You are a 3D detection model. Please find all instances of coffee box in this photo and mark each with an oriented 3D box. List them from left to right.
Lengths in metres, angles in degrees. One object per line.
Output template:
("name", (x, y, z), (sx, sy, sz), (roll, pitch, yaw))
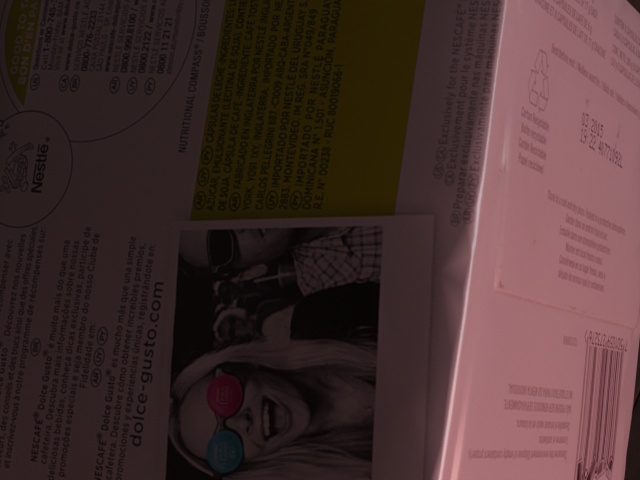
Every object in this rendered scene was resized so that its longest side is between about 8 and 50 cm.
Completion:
("coffee box", (0.000, 0.000, 0.949), (0.337, 0.334, 0.338), (18, 78, -63))
